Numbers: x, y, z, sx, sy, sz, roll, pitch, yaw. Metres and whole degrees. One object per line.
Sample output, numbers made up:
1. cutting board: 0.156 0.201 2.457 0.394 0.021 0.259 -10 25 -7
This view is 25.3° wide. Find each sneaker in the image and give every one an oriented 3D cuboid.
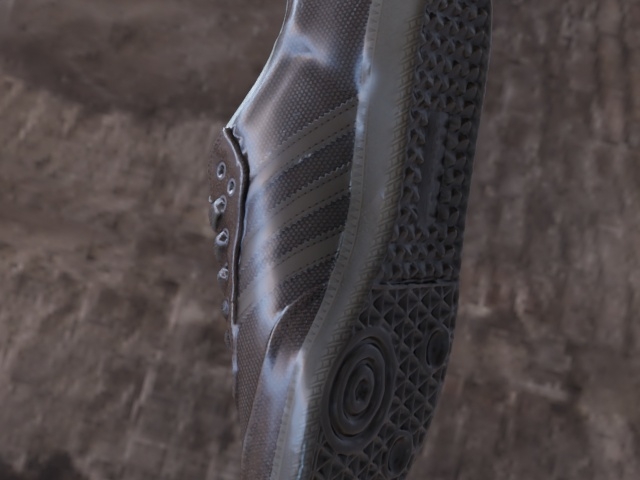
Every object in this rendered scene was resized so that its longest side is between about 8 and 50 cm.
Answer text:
1. sneaker: 0.000 0.000 0.423 0.066 0.071 0.188 18 -95 -55
